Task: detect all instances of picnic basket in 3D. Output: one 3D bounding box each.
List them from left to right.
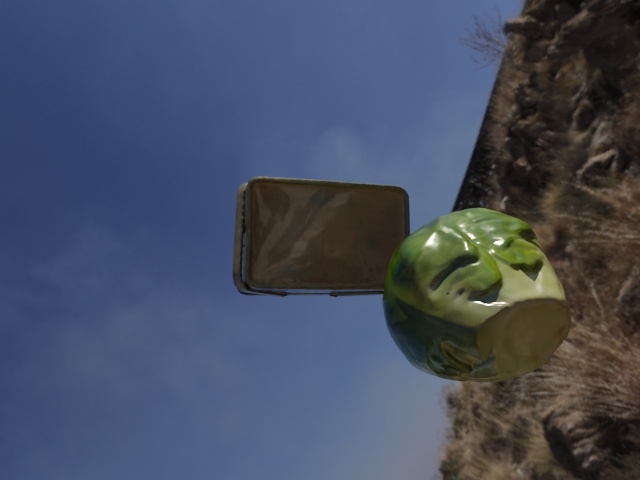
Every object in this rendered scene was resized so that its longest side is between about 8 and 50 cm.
[{"bbox_3d":[0.000,0.000,0.822,0.139,0.266,0.165,146,124,-74],"label":"picnic basket"}]

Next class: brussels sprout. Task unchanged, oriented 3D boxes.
[{"bbox_3d":[0.139,0.056,0.516,0.161,0.181,0.144,-26,-63,6],"label":"brussels sprout"}]
